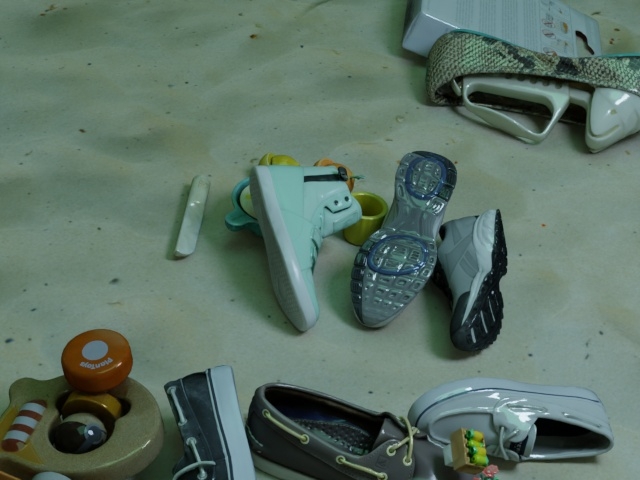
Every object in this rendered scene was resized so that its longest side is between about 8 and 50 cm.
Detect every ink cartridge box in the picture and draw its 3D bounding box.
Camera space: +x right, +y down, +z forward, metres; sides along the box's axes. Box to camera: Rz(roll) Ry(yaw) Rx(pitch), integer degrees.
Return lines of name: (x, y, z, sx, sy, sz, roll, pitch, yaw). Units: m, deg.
ink cartridge box: (0.349, -0.398, 2.643, 0.385, 0.091, 0.308, 24, 36, -10)

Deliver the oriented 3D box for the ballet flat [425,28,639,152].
ballet flat: (0.413, -0.243, 2.398, 0.483, 0.164, 0.182, 10, 59, 10)

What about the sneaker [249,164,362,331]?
sneaker: (0.000, -0.001, 1.962, 0.151, 0.094, 0.256, -7, 66, -17)

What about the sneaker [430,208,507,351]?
sneaker: (0.207, 0.062, 1.998, 0.108, 0.100, 0.271, -6, 36, 16)

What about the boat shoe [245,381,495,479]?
boat shoe: (0.064, 0.258, 1.696, 0.324, 0.096, 0.116, 17, 38, 9)

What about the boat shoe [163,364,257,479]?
boat shoe: (-0.127, 0.279, 1.610, 0.105, 0.113, 0.306, -12, 54, -5)

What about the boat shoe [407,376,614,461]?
boat shoe: (0.246, 0.240, 1.771, 0.268, 0.096, 0.088, 6, 32, -18)

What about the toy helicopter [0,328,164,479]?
toy helicopter: (-0.355, 0.255, 1.605, 0.355, 0.140, 0.235, -13, 43, -8)

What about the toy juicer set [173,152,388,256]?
toy juicer set: (-0.078, -0.076, 2.099, 0.329, 0.089, 0.209, -4, 40, -17)

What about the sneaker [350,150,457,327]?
sneaker: (0.124, 0.013, 2.021, 0.111, 0.129, 0.297, 21, 57, 10)

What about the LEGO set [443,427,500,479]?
LEGO set: (0.161, 0.332, 1.558, 0.132, 0.107, 0.287, 28, 59, 8)
